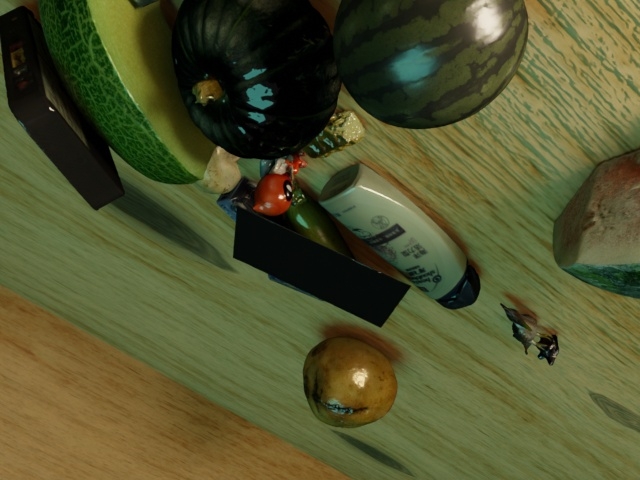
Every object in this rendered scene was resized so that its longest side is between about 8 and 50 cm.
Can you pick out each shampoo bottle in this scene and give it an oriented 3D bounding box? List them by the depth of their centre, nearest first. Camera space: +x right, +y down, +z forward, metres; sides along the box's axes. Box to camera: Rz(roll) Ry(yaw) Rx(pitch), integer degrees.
[{"bbox_3d":[0.166,0.001,1.058,0.359,0.078,0.134,39,141,-23],"label":"shampoo bottle"}]

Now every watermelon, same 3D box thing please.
[{"bbox_3d":[0.119,-0.227,0.632,0.212,0.212,0.212,17,147,11],"label":"watermelon"},{"bbox_3d":[0.451,-0.031,0.809,0.319,0.214,0.289,-9,-168,-17],"label":"watermelon"}]

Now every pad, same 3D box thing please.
[{"bbox_3d":[-0.012,0.063,1.180,0.367,0.007,0.248,25,153,3],"label":"pad"}]

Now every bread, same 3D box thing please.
[{"bbox_3d":[0.011,-0.168,0.928,0.066,0.060,0.110,10,163,-40],"label":"bread"}]

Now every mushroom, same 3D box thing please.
[{"bbox_3d":[-0.197,-0.152,1.031,0.148,0.112,0.148,61,175,9],"label":"mushroom"}]

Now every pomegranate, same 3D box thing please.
[{"bbox_3d":[0.070,0.377,1.533,0.260,0.260,0.260,17,147,11],"label":"pomegranate"}]

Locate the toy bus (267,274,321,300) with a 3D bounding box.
[{"bbox_3d":[-0.051,0.095,1.362,0.153,0.051,0.061,22,154,3],"label":"toy bus"}]

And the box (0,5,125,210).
[{"bbox_3d":[-0.420,-0.219,0.921,0.350,0.058,0.211,57,175,42],"label":"box"}]

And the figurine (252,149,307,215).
[{"bbox_3d":[-0.075,-0.104,0.999,0.075,0.140,0.068,18,150,6],"label":"figurine"}]

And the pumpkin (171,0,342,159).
[{"bbox_3d":[-0.096,-0.226,0.773,0.249,0.216,0.250,19,127,27],"label":"pumpkin"}]

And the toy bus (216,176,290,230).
[{"bbox_3d":[-0.130,-0.048,1.181,0.076,0.073,0.167,-9,133,45],"label":"toy bus"}]

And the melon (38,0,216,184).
[{"bbox_3d":[-0.298,-0.278,0.865,0.343,0.226,0.331,52,180,-40],"label":"melon"}]

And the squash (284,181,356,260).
[{"bbox_3d":[0.001,-0.001,1.158,0.087,0.087,0.331,0,140,33],"label":"squash"}]

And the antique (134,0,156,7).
[{"bbox_3d":[-0.238,-0.402,0.714,0.086,0.088,0.183,-3,138,36],"label":"antique"}]

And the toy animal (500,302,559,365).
[{"bbox_3d":[0.421,0.187,1.180,0.202,0.070,0.105,42,163,-33],"label":"toy animal"}]
